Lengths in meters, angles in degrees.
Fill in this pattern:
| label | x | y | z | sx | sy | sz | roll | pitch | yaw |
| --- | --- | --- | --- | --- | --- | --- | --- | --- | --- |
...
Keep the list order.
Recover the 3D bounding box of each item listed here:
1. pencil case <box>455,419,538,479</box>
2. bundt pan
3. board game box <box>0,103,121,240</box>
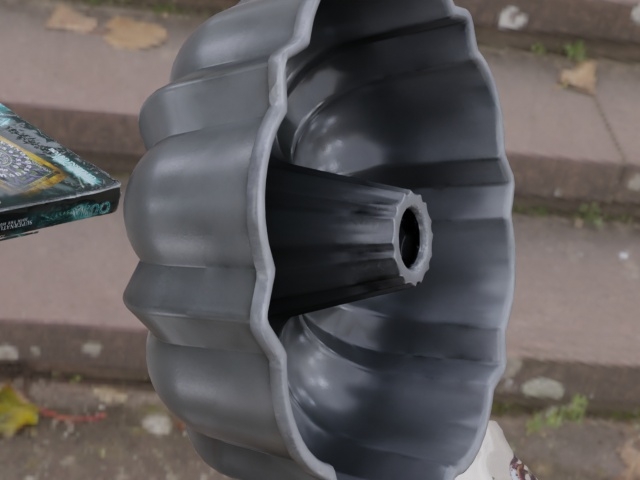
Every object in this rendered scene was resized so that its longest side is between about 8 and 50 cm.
| label | x | y | z | sx | sy | sz | roll | pitch | yaw |
| --- | --- | --- | --- | --- | --- | --- | --- | --- | --- |
| pencil case | 0.219 | 0.340 | 1.132 | 0.410 | 0.160 | 0.183 | 46 | 19 | 23 |
| bundt pan | 0.000 | 0.000 | 0.742 | 0.124 | 0.330 | 0.331 | -1 | 26 | 29 |
| board game box | -0.248 | -0.061 | 0.894 | 0.186 | 0.026 | 0.126 | 33 | 29 | 28 |
